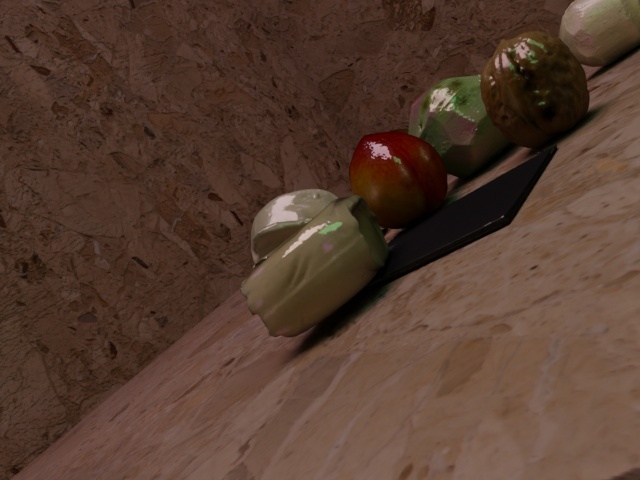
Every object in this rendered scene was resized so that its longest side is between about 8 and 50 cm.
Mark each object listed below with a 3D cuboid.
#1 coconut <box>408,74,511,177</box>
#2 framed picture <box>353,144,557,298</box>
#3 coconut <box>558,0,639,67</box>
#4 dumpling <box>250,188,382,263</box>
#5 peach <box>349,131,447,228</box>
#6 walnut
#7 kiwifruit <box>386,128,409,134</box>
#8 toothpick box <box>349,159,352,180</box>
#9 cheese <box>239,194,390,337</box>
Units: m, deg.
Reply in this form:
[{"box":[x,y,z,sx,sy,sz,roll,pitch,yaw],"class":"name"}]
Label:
[{"box":[0.284,-0.236,1.115,0.236,0.236,0.204,-38,-30,-4],"class":"coconut"},{"box":[0.185,-0.018,0.835,0.338,0.014,0.255,-33,6,44],"class":"framed picture"},{"box":[0.595,-0.458,1.155,0.183,0.171,0.171,-24,11,37],"class":"coconut"},{"box":[0.000,0.000,1.276,0.315,0.233,0.395,-5,-7,6],"class":"dumpling"},{"box":[0.145,-0.124,1.041,0.197,0.197,0.197,-37,4,3],"class":"peach"},{"box":[0.343,-0.249,0.881,0.155,0.184,0.155,-32,3,2],"class":"walnut"},{"box":[0.206,-0.200,1.439,0.234,0.196,0.196,-33,1,-33],"class":"kiwifruit"},{"box":[0.208,-0.227,1.787,0.192,0.192,0.294,-36,-1,20],"class":"toothpick box"},{"box":[-0.008,0.037,0.846,0.233,0.127,0.266,-36,3,19],"class":"cheese"}]
